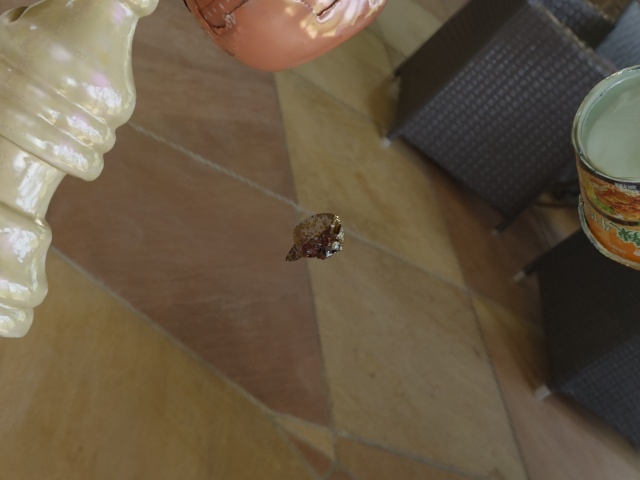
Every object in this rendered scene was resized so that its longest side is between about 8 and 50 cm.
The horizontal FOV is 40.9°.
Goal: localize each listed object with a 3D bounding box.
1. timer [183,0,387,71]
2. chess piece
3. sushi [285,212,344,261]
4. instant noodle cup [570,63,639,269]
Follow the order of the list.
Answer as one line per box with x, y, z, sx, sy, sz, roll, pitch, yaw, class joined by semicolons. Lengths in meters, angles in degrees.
-0.041;-0.301;0.921;0.215;0.229;0.230;56;28;-12;timer
-0.218;-0.089;0.667;0.138;0.307;0.124;32;0;10;chess piece
0.000;0.000;0.935;0.050;0.099;0.047;13;63;-21;sushi
0.418;-0.098;1.064;0.182;0.230;0.230;46;22;-50;instant noodle cup
